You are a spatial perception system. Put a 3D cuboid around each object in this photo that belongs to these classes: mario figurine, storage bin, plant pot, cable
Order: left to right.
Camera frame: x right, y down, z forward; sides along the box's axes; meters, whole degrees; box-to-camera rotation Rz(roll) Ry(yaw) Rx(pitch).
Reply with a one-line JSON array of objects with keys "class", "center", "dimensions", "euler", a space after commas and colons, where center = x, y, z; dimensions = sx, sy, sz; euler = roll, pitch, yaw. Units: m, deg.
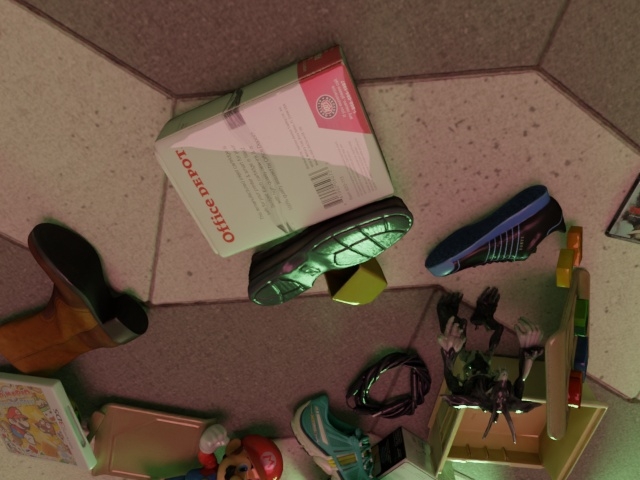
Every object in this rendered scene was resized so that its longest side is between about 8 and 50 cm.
[{"class": "mario figurine", "center": [-0.225, 0.504, 1.131], "dimensions": [0.321, 0.170, 0.198], "euler": [-27, 130, 3]}, {"class": "plant pot", "center": [0.066, 0.062, 0.953], "dimensions": [0.083, 0.081, 0.081], "euler": [27, 117, -28]}, {"class": "cable", "center": [0.146, 0.293, 1.108], "dimensions": [0.151, 0.047, 0.184], "euler": [26, 117, -15]}, {"class": "storage bin", "center": [0.368, 0.361, 1.107], "dimensions": [0.262, 0.123, 0.260], "euler": [6, 120, -5]}]

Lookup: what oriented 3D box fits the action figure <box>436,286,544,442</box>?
[{"class": "action figure", "center": [0.264, 0.180, 0.908], "dimensions": [0.164, 0.275, 0.141], "euler": [1, 121, -1]}]

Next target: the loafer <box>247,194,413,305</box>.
[{"class": "loafer", "center": [0.000, 0.000, 0.887], "dimensions": [0.302, 0.095, 0.109], "euler": [-30, 142, 22]}]

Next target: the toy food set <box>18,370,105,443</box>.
[{"class": "toy food set", "center": [-0.533, 0.341, 1.107], "dimensions": [0.192, 0.038, 0.132], "euler": [32, 117, -1]}]

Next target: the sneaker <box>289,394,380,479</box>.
[{"class": "sneaker", "center": [0.060, 0.432, 1.118], "dimensions": [0.110, 0.107, 0.275], "euler": [-43, 86, 1]}]

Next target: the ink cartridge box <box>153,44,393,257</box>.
[{"class": "ink cartridge box", "center": [-0.063, -0.126, 0.815], "dimensions": [0.283, 0.117, 0.207], "euler": [-20, 119, 10]}]

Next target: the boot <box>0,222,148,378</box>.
[{"class": "boot", "center": [-0.490, 0.117, 0.995], "dimensions": [0.280, 0.096, 0.264], "euler": [-22, 126, 21]}]

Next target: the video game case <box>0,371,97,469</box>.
[{"class": "video game case", "center": [-0.560, 0.349, 1.090], "dimensions": [0.227, 0.026, 0.206], "euler": [0, 116, 24]}]

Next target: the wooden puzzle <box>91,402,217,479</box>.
[{"class": "wooden puzzle", "center": [-0.355, 0.437, 1.196], "dimensions": [0.239, 0.044, 0.221], "euler": [11, 120, -12]}]

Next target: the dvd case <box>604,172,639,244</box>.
[{"class": "dvd case", "center": [0.540, -0.049, 0.928], "dimensions": [0.087, 0.013, 0.119], "euler": [13, 121, -8]}]

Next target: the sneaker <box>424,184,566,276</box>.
[{"class": "sneaker", "center": [0.289, 0.008, 0.920], "dimensions": [0.232, 0.081, 0.090], "euler": [-33, 108, 16]}]

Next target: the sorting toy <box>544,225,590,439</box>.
[{"class": "sorting toy", "center": [0.422, 0.146, 0.930], "dimensions": [0.041, 0.229, 0.307], "euler": [6, 119, 34]}]

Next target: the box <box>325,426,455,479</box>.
[{"class": "box", "center": [0.137, 0.556, 1.241], "dimensions": [0.169, 0.087, 0.290], "euler": [39, 113, -20]}]
